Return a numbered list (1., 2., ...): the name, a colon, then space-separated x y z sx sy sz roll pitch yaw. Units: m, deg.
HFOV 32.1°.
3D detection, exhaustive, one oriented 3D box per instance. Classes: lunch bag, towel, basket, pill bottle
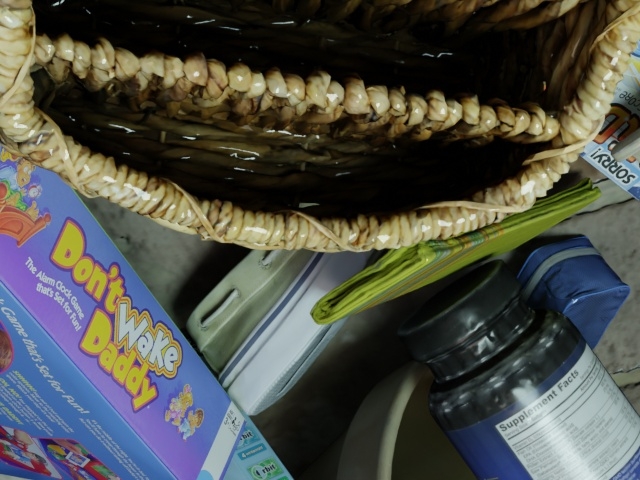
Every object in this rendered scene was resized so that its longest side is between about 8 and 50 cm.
1. lunch bag: 0.187 0.047 0.872 0.067 0.065 0.098 -8 140 -28
2. towel: 0.097 0.004 0.748 0.102 0.021 0.237 -34 169 39
3. basket: -0.006 -0.101 0.529 0.299 0.223 0.213 8 88 -19
4. pill bottle: 0.155 0.128 0.798 0.123 0.123 0.219 -35 92 24

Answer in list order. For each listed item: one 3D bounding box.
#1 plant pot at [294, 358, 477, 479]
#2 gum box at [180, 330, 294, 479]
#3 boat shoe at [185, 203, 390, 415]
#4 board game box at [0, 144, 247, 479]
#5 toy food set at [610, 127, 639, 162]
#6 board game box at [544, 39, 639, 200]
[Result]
1. plant pot: 0.086 0.271 0.944 0.323 0.323 0.280 26 143 -29
2. gum box: -0.101 0.193 0.899 0.041 0.184 0.157 -16 148 -45
3. boat shoe: 0.000 0.000 0.776 0.094 0.109 0.302 43 116 10
4. board game box: -0.227 0.049 0.739 0.233 0.078 0.347 2 141 29
5. toy food set: 0.369 -0.022 0.716 0.220 0.092 0.306 -38 110 27
6. board game box: 0.199 -0.121 0.729 0.201 0.035 0.136 30 124 -32
